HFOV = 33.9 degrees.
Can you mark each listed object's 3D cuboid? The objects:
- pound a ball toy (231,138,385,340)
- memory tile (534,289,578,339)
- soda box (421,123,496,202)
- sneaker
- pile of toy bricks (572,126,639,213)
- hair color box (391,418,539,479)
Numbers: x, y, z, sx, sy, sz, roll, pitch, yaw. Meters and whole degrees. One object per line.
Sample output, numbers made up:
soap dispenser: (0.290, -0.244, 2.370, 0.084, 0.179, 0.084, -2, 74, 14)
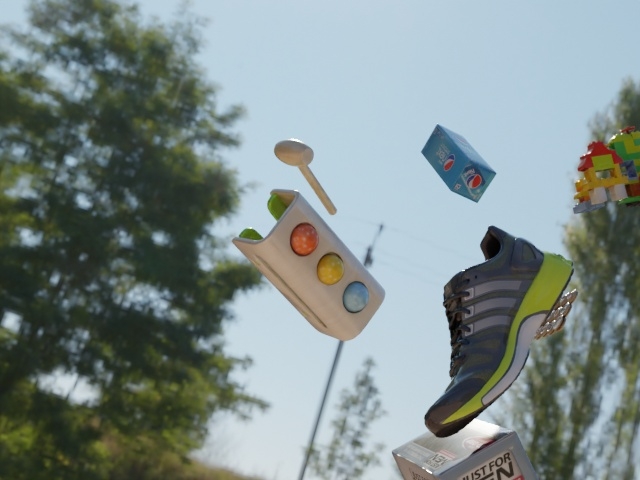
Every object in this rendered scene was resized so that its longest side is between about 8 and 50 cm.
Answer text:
pound a ball toy: (0.000, 0.000, 1.845, 0.136, 0.208, 0.319, 11, -32, 53)
memory tile: (0.541, 0.172, 2.418, 0.012, 0.113, 0.148, 31, -20, -4)
soda box: (0.268, -0.154, 2.057, 0.067, 0.071, 0.210, 23, 18, -21)
sneaker: (0.187, 0.105, 1.241, 0.121, 0.300, 0.111, 34, -36, 4)
pile of toy bricks: (0.430, -0.106, 1.447, 0.212, 0.105, 0.118, -9, -9, -19)
hair color box: (0.235, 0.408, 1.266, 0.374, 0.114, 0.185, 64, -12, -3)
